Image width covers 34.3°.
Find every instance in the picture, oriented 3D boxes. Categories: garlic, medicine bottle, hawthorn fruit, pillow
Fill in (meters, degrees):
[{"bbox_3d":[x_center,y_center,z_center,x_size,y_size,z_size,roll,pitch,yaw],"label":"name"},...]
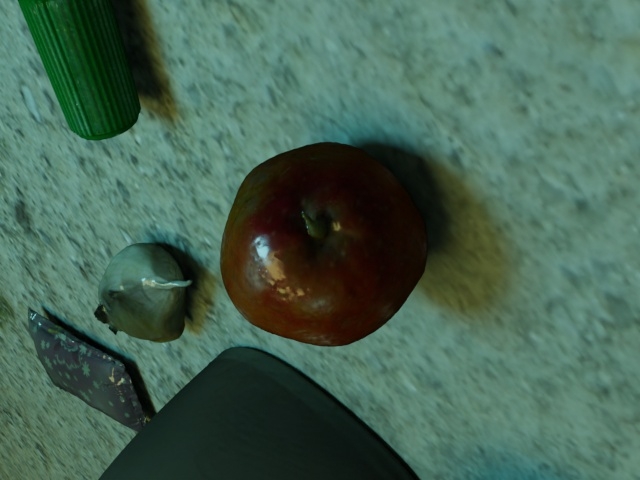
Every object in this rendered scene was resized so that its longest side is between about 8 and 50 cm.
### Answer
[{"bbox_3d":[-0.150,0.037,0.905,0.084,0.066,0.152,19,148,-1],"label":"garlic"},{"bbox_3d":[-0.182,-0.207,0.677,0.111,0.076,0.309,23,140,39],"label":"medicine bottle"},{"bbox_3d":[0.004,0.006,0.609,0.125,0.125,0.140,65,166,-22],"label":"hawthorn fruit"},{"bbox_3d":[-0.267,0.152,1.177,0.185,0.043,0.118,20,135,39],"label":"pillow"}]

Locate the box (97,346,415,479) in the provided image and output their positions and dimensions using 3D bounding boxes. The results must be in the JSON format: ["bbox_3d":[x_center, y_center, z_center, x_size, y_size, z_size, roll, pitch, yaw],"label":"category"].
[{"bbox_3d":[-0.068,0.269,0.891,0.301,0.216,0.301,33,144,29],"label":"box"}]
